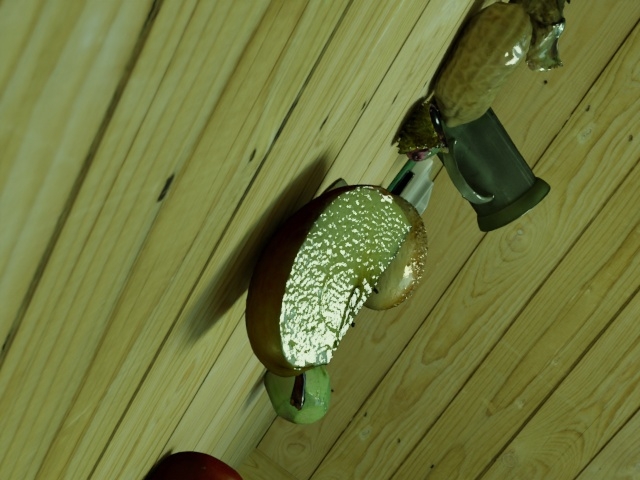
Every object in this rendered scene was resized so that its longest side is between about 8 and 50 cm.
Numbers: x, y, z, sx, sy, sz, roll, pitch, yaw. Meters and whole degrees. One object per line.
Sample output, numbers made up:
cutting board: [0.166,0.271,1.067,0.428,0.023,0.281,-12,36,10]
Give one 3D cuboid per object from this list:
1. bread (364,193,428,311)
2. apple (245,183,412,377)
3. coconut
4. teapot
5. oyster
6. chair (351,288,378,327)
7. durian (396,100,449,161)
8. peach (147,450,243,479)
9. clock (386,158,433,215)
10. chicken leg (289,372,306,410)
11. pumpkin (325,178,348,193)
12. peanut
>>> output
bread: [0.181,0.034,1.945,0.305,0.159,0.305,-168,-90,-78]
apple: [0.003,0.041,1.138,0.346,0.179,0.254,-53,-175,-30]
coconut: [-0.068,0.446,2.328,0.204,0.236,0.236,-45,179,30]
teapot: [0.375,-0.198,1.829,0.200,0.337,0.270,-29,-170,41]
oyster: [0.468,-0.486,1.641,0.238,0.115,0.351,73,16,-48]
chair: [0.012,0.102,1.800,0.213,0.149,0.174,21,112,-39]
durian: [0.212,-0.233,1.647,0.108,0.119,0.187,-19,179,17]
peach: [-0.258,0.552,1.524,0.243,0.243,0.199,-58,166,17]
clock: [0.241,-0.102,2.223,0.262,0.116,0.231,-54,172,-18]
chicken leg: [-0.028,0.286,2.150,0.158,0.096,0.406,21,87,-58]
pumpkin: [0.017,0.004,1.364,0.217,0.110,0.217,-54,178,-2]
peanut: [0.331,-0.362,1.586,0.325,0.140,0.153,117,-6,-56]
